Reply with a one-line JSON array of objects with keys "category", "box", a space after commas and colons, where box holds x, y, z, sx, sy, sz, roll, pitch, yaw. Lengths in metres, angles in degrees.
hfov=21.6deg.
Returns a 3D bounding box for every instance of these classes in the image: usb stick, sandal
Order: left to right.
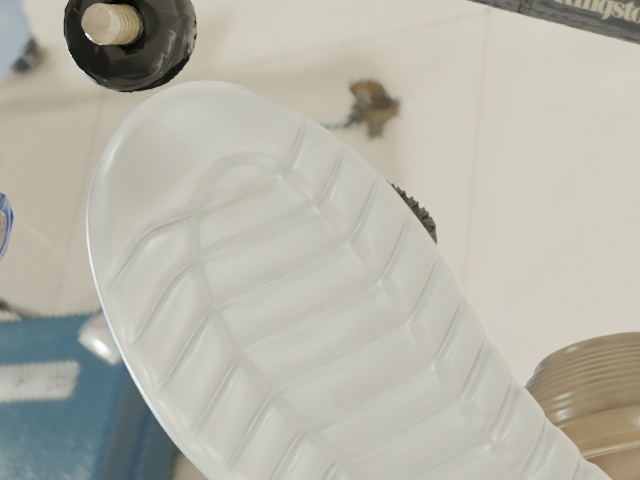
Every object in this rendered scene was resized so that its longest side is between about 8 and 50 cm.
[{"category": "sandal", "box": [0.027, 0.108, 0.837, 0.169, 0.416, 0.102, -40, -1, -26]}, {"category": "usb stick", "box": [0.240, -0.213, 1.433, 0.278, 0.077, 0.045, 16, 24, 6]}]

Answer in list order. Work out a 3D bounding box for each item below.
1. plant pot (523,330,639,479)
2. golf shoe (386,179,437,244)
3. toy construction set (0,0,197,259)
[{"category": "plant pot", "box": [0.236, 0.143, 1.330, 0.237, 0.237, 0.110, -19, 66, 20]}, {"category": "golf shoe", "box": [0.000, 0.000, 1.657, 0.272, 0.120, 0.105, 5, 63, 29]}, {"category": "toy construction set", "box": [-0.228, -0.121, 0.670, 0.309, 0.237, 0.257, 38, 105, 7]}]
